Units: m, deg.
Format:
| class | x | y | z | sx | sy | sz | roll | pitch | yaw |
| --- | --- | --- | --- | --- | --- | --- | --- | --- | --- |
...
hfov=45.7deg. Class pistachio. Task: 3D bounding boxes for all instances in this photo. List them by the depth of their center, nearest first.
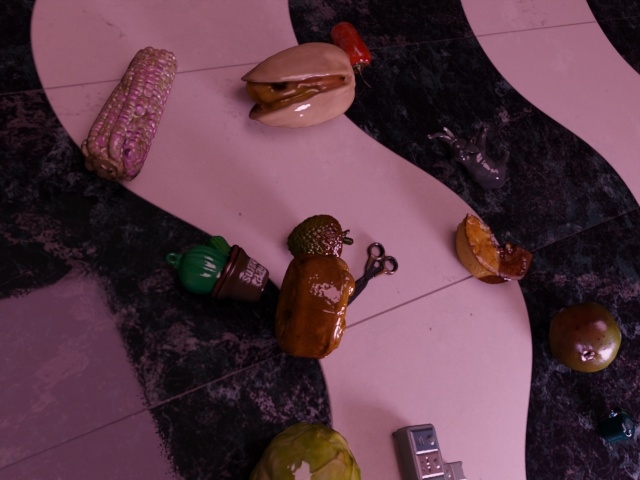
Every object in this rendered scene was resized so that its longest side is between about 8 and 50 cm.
| class | x | y | z | sx | sy | sz | roll | pitch | yaw |
| --- | --- | --- | --- | --- | --- | --- | --- | --- | --- |
| pistachio | -0.044 | -0.360 | 1.765 | 0.299 | 0.187 | 0.187 | -18 | 77 | -30 |

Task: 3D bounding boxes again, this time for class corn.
| class | x | y | z | sx | sy | sz | roll | pitch | yaw |
| --- | --- | --- | --- | --- | --- | --- | --- | --- | --- |
| corn | -0.374 | -0.264 | 1.533 | 0.127 | 0.126 | 0.335 | 27 | 55 | -18 |

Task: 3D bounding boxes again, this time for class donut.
| class | x | y | z | sx | sy | sz | roll | pitch | yaw |
| --- | --- | --- | --- | --- | --- | --- | --- | --- | --- |
| donut | -0.014 | 0.127 | 1.503 | 0.114 | 0.226 | 0.226 | 12 | 61 | -15 |
| donut | 0.418 | 0.039 | 1.900 | 0.217 | 0.085 | 0.141 | 35 | 54 | -12 |

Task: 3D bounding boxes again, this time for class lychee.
| class | x | y | z | sx | sy | sz | roll | pitch | yaw |
| --- | --- | --- | --- | --- | --- | --- | --- | --- | --- |
| lychee | 0.000 | 0.000 | 1.644 | 0.146 | 0.114 | 0.114 | -10 | 72 | -14 |

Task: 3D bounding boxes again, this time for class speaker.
| class | x | y | z | sx | sy | sz | roll | pitch | yaw |
| --- | --- | --- | --- | --- | --- | --- | --- | --- | --- |
| speaker | 0.748 | 0.463 | 1.904 | 0.094 | 0.075 | 0.060 | -30 | 85 | -47 |

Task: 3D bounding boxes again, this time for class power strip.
| class | x | y | z | sx | sy | sz | roll | pitch | yaw |
| --- | --- | --- | --- | --- | --- | --- | --- | --- | --- |
| power strip | 0.237 | 0.494 | 1.589 | 0.145 | 0.061 | 0.215 | 5 | 65 | -37 |

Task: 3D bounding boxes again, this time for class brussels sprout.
| class | x | y | z | sx | sy | sz | roll | pitch | yaw |
| --- | --- | --- | --- | --- | --- | --- | --- | --- | --- |
| brussels sprout | -0.021 | 0.439 | 1.381 | 0.223 | 0.161 | 0.223 | 13 | 56 | -20 |

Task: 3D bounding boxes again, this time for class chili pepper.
| class | x | y | z | sx | sy | sz | roll | pitch | yaw |
| --- | --- | --- | --- | --- | --- | --- | --- | --- | --- |
| chili pepper | 0.085 | -0.469 | 1.944 | 0.086 | 0.084 | 0.192 | -20 | 74 | -20 |

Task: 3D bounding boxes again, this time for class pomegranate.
| class | x | y | z | sx | sy | sz | roll | pitch | yaw |
| --- | --- | --- | --- | --- | --- | --- | --- | --- | --- |
| pomegranate | 0.662 | 0.229 | 1.919 | 0.180 | 0.180 | 0.209 | 41 | 24 | -9 |

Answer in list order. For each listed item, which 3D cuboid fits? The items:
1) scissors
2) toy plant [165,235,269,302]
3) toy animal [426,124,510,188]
| class | x | y | z | sx | sy | sz | roll | pitch | yaw |
| --- | --- | --- | --- | --- | --- | --- | --- | --- | --- |
| scissors | 0.099 | 0.090 | 1.720 | 0.088 | 0.017 | 0.220 | 48 | 52 | -4 |
| toy plant | -0.202 | 0.052 | 1.501 | 0.200 | 0.105 | 0.143 | 24 | 48 | -6 |
| toy animal | 0.404 | -0.239 | 2.028 | 0.269 | 0.082 | 0.137 | 37 | 52 | -13 |
